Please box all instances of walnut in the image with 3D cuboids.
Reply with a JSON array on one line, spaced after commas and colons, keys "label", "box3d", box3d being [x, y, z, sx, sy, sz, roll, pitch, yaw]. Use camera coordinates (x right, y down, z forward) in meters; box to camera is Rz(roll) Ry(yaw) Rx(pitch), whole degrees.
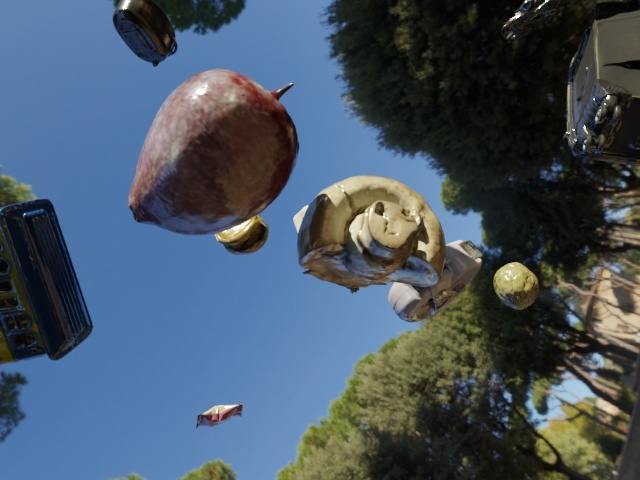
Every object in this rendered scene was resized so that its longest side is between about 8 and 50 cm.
[{"label": "walnut", "box3d": [0.380, 0.088, 0.832, 0.092, 0.092, 0.091, -15, -70, -45]}]

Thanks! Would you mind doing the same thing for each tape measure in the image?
[{"label": "tape measure", "box3d": [0.262, 0.116, 1.047, 0.197, 0.120, 0.236, -15, -37, -30]}]

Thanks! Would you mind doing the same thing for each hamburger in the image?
[{"label": "hamburger", "box3d": [-0.271, -0.033, 1.449, 0.113, 0.186, 0.176, 51, -146, -52]}]

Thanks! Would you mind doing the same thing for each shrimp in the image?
[{"label": "shrimp", "box3d": [0.600, -0.599, 0.940, 0.085, 0.445, 0.272, 54, -161, -2]}]

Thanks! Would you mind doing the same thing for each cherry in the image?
[{"label": "cherry", "box3d": [-0.150, -0.120, 0.623, 0.300, 0.230, 0.203, -41, -69, 5]}]

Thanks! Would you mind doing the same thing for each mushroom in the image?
[{"label": "mushroom", "box3d": [0.091, -0.028, 0.733, 0.195, 0.254, 0.188, 112, 161, -66]}]

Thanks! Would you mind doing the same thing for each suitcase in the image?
[{"label": "suitcase", "box3d": [0.650, -0.305, 0.833, 0.194, 0.284, 0.433, 80, -152, -52]}]

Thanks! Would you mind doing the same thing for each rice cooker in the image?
[{"label": "rice cooker", "box3d": [-0.441, -0.528, 1.082, 0.165, 0.112, 0.106, 59, -142, -49]}]

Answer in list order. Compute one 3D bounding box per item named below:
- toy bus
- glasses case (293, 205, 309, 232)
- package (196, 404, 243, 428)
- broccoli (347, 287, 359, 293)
[{"label": "toy bus", "box3d": [-0.565, 0.081, 0.796, 0.138, 0.175, 0.287, -84, -17, -76]}, {"label": "glasses case", "box3d": [0.000, 0.000, 1.393, 0.076, 0.336, 0.144, -43, -65, 8]}, {"label": "package", "box3d": [-0.182, 0.316, 0.773, 0.084, 0.029, 0.059, -5, -41, -22]}, {"label": "broccoli", "box3d": [0.104, 0.103, 1.521, 0.122, 0.118, 0.204, -54, -21, -14]}]
